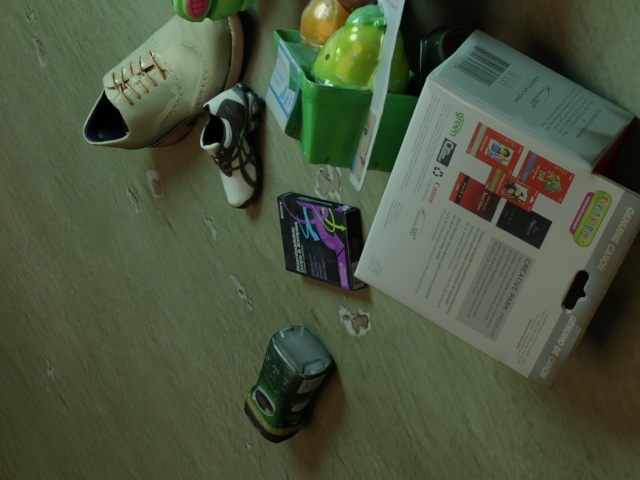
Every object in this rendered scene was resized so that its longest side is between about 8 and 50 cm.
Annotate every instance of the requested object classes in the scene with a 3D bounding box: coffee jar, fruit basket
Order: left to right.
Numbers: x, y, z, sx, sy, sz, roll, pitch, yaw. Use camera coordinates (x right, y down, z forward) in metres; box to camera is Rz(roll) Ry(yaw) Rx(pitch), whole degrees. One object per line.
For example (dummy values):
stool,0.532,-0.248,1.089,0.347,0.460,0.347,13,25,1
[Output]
coffee jar,-0.051,0.218,2.266,0.096,0.079,0.184,50,140,24
fruit basket,0.036,-0.274,1.787,0.327,0.165,0.353,-117,29,-63

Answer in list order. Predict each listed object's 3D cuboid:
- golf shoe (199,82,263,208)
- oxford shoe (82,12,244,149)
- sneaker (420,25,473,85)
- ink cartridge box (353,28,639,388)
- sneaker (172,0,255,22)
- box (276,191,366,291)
golf shoe,-0.140,-0.131,2.221,0.077,0.093,0.198,31,131,43
oxford shoe,-0.235,-0.235,2.258,0.141,0.146,0.397,63,145,15
sneaker,0.161,-0.164,1.813,0.086,0.064,0.192,23,127,64
ink cartridge box,0.215,-0.028,1.695,0.271,0.130,0.309,32,134,13
sneaker,-0.123,-0.522,1.956,0.202,0.185,0.483,27,114,54
box,0.000,0.000,2.138,0.162,0.029,0.116,16,117,53
